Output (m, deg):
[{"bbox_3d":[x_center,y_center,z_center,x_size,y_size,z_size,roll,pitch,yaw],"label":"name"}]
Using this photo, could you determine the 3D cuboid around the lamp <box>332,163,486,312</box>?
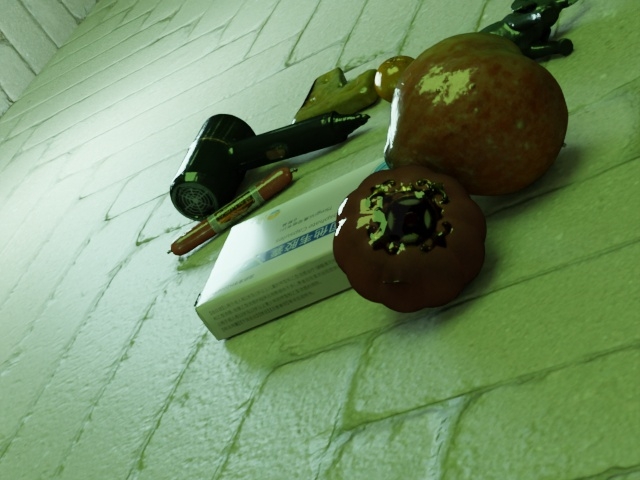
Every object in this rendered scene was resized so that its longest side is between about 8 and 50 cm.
[{"bbox_3d":[0.104,0.001,1.502,0.182,0.140,0.182,-1,63,3],"label":"lamp"}]

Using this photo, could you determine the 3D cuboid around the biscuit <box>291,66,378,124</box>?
[{"bbox_3d":[0.040,-0.256,2.204,0.183,0.039,0.174,-19,27,35],"label":"biscuit"}]

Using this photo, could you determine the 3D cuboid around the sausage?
[{"bbox_3d":[-0.142,-0.046,2.070,0.253,0.034,0.034,-34,24,6],"label":"sausage"}]

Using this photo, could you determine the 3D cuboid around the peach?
[{"bbox_3d":[0.181,-0.144,1.590,0.232,0.232,0.232,-30,24,15],"label":"peach"}]

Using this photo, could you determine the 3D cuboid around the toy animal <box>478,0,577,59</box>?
[{"bbox_3d":[0.307,-0.306,1.868,0.269,0.082,0.137,-41,25,-9],"label":"toy animal"}]

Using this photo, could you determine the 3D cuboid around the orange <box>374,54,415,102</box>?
[{"bbox_3d":[0.124,-0.256,2.045,0.083,0.070,0.083,-26,25,13],"label":"orange"}]

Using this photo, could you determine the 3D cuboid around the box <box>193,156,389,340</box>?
[{"bbox_3d":[0.000,0.000,1.747,0.343,0.065,0.200,-23,27,28],"label":"box"}]

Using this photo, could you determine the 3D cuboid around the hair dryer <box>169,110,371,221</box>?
[{"bbox_3d":[-0.078,-0.147,2.105,0.352,0.107,0.189,-15,34,31],"label":"hair dryer"}]
